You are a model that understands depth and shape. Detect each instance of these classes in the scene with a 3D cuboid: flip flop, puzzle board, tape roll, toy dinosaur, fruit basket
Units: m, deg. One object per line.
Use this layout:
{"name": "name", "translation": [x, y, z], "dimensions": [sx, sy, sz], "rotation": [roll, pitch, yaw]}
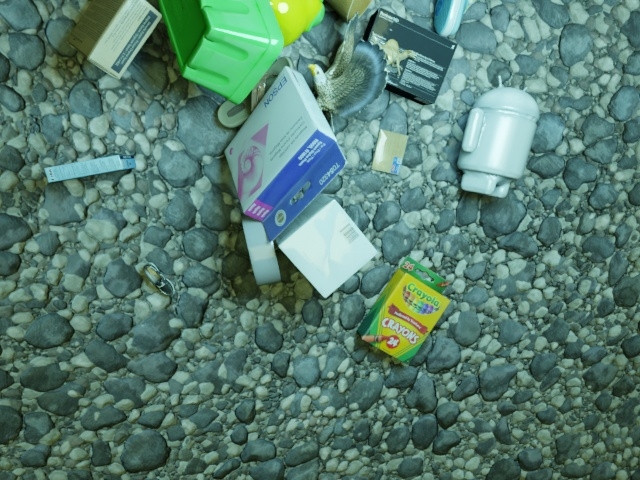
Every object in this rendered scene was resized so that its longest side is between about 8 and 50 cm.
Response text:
{"name": "flip flop", "translation": [-0.187, -0.411, 1.200], "dimensions": [0.277, 0.080, 0.112], "rotation": [-25, 76, 20]}
{"name": "puzzle board", "translation": [0.222, -0.284, 1.385], "dimensions": [0.096, 0.011, 0.128], "rotation": [10, 100, -13]}
{"name": "tape roll", "translation": [-0.174, 0.023, 1.265], "dimensions": [0.072, 0.219, 0.219], "rotation": [-13, 103, -7]}
{"name": "toy dinosaur", "translation": [0.188, -0.515, 1.199], "dimensions": [0.183, 0.053, 0.092], "rotation": [0, 106, -38]}
{"name": "fruit basket", "translation": [-0.186, -0.569, 1.097], "dimensions": [0.392, 0.392, 0.283], "rotation": [44, 135, -15]}

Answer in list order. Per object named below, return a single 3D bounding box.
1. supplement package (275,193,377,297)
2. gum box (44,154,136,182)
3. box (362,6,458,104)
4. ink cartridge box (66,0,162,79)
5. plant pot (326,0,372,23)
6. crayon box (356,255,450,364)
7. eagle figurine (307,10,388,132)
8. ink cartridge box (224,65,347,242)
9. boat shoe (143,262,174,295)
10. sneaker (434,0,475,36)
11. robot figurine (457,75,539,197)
{"name": "supplement package", "translation": [0.000, 0.000, 1.269], "dimensions": [0.198, 0.262, 0.199], "rotation": [-41, 105, -1]}
{"name": "gum box", "translation": [-0.617, -0.198, 1.172], "dimensions": [0.184, 0.157, 0.041], "rotation": [-12, 103, -8]}
{"name": "box", "translation": [0.248, -0.543, 1.290], "dimensions": [0.261, 0.103, 0.184], "rotation": [19, 101, -13]}
{"name": "ink cartridge box", "translation": [-0.525, -0.533, 1.084], "dimensions": [0.193, 0.235, 0.088], "rotation": [-54, 141, 4]}
{"name": "plant pot", "translation": [0.044, -0.770, 1.160], "dimensions": [0.254, 0.237, 0.237], "rotation": [37, 93, -2]}
{"name": "crayon box", "translation": [0.294, 0.237, 1.465], "dimensions": [0.202, 0.081, 0.318], "rotation": [31, 94, -14]}
{"name": "eagle figurine", "translation": [0.042, -0.443, 1.192], "dimensions": [0.298, 0.225, 0.226], "rotation": [-33, 98, 14]}
{"name": "ink cartridge box", "translation": [-0.112, -0.220, 1.119], "dimensions": [0.071, 0.330, 0.324], "rotation": [10, 137, -44]}
{"name": "boat shoe", "translation": [-0.496, 0.123, 1.319], "dimensions": [0.046, 0.038, 0.125], "rotation": [-31, 105, -3]}
{"name": "sneaker", "translation": [0.464, -0.732, 1.262], "dimensions": [0.208, 0.127, 0.319], "rotation": [14, 88, -14]}
{"name": "robot figurine", "translation": [0.551, -0.316, 1.340], "dimensions": [0.300, 0.200, 0.353], "rotation": [6, 101, -39]}
